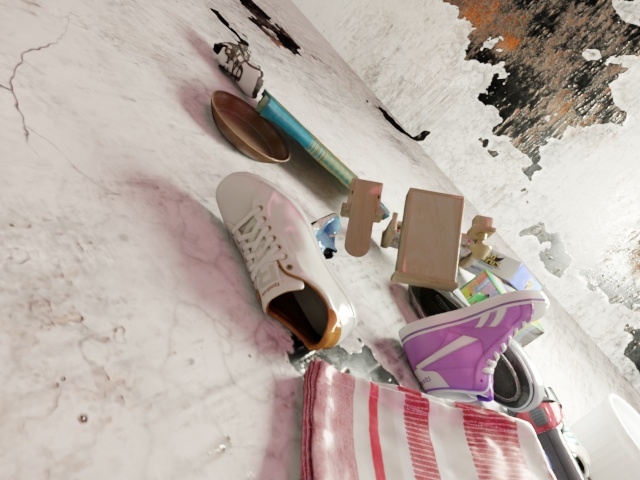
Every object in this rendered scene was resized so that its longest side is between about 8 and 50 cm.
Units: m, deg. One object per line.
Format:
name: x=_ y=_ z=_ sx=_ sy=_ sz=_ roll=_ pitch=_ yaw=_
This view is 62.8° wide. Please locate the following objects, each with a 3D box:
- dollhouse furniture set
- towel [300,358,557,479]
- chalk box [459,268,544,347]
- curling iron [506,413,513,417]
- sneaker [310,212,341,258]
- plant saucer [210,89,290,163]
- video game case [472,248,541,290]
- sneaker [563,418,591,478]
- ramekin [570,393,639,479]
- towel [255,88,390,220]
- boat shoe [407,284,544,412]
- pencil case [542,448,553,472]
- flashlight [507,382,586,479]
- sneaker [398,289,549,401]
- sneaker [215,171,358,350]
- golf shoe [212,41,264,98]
dollhouse furniture set: x=0.176 y=0.038 z=1.099 sx=0.303 sy=0.174 sz=0.355 roll=11 pitch=-17 yaw=1
towel: x=0.135 y=0.257 z=0.582 sx=0.328 sy=0.037 sz=0.237 roll=18 pitch=25 yaw=-10
chalk box: x=0.391 y=0.169 z=1.221 sx=0.213 sy=0.132 sz=0.132 roll=31 pitch=27 yaw=-35
curling iron: x=0.328 y=0.368 z=0.899 sx=0.068 sy=0.035 sz=0.274 roll=49 pitch=23 yaw=7
sneaker: x=0.000 y=0.000 z=0.941 sx=0.073 sy=0.063 sz=0.162 roll=65 pitch=26 yaw=-4
plant saucer: x=-0.148 y=-0.221 z=1.059 sx=0.198 sy=0.036 sz=0.199 roll=38 pitch=23 yaw=-20
video game case: x=0.445 y=0.065 z=1.406 sx=0.244 sy=0.061 sz=0.269 roll=31 pitch=1 yaw=36
sneaker: x=0.504 y=0.421 z=1.090 sx=0.161 sy=0.057 sz=0.075 roll=53 pitch=18 yaw=10
ramekin: x=0.706 y=0.508 z=1.198 sx=0.277 sy=0.135 sz=0.277 roll=37 pitch=23 yaw=-19
towel: x=-0.002 y=-0.201 z=1.211 sx=0.370 sy=0.040 sz=0.271 roll=41 pitch=11 yaw=-17
boat shoe: x=0.282 y=0.199 z=1.032 sx=0.119 sy=0.121 sz=0.335 roll=9 pitch=31 yaw=-45
pencil case: x=0.236 y=0.372 z=0.622 sx=0.133 sy=0.119 sz=0.306 roll=27 pitch=24 yaw=2
flashlight: x=0.440 y=0.413 z=0.956 sx=0.103 sy=0.103 sz=0.304 roll=7 pitch=40 yaw=-17
sneaker: x=0.291 y=0.191 z=0.908 sx=0.102 sy=0.282 sz=0.161 roll=87 pitch=-16 yaw=-60
sneaker: x=-0.059 y=0.021 z=0.715 sx=0.290 sy=0.106 sz=0.123 roll=51 pitch=20 yaw=8
golf shoe: x=-0.201 y=-0.409 z=1.254 sx=0.093 sy=0.077 sz=0.198 roll=5 pitch=40 yaw=-38
